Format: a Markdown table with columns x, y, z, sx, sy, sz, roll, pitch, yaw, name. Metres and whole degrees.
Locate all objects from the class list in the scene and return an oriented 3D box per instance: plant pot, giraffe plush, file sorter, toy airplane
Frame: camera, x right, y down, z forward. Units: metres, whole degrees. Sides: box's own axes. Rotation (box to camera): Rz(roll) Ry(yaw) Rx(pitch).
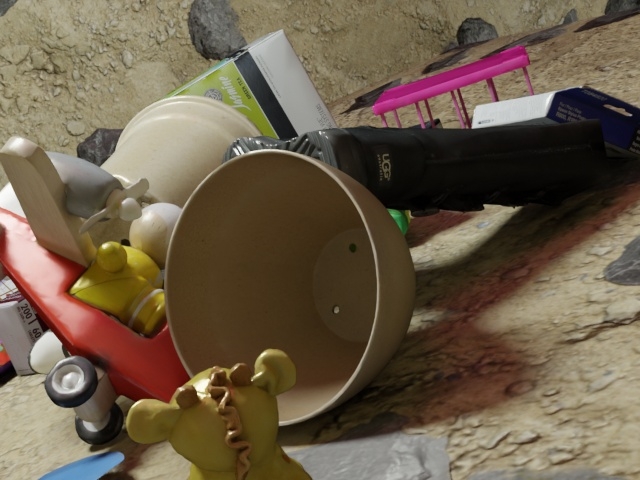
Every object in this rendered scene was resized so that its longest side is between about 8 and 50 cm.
| x | y | z | sx | sy | sz | roll | pitch | yaw | name |
| --- | --- | --- | --- | --- | --- | --- | --- | --- | --- |
| -0.006 | 0.050 | 1.071 | 0.284 | 0.284 | 0.191 | -12 | -8 | 34 | plant pot |
| -0.076 | 0.180 | 0.792 | 0.181 | 0.171 | 0.210 | -31 | 17 | -37 | giraffe plush |
| -0.261 | -0.045 | 1.613 | 0.333 | 0.334 | 0.305 | -16 | 16 | 22 | plant pot |
| 0.273 | -0.230 | 1.837 | 0.290 | 0.182 | 0.202 | -17 | 13 | 14 | file sorter |
| -0.290 | 0.034 | 1.237 | 0.272 | 0.384 | 0.386 | -36 | 16 | -17 | toy airplane |

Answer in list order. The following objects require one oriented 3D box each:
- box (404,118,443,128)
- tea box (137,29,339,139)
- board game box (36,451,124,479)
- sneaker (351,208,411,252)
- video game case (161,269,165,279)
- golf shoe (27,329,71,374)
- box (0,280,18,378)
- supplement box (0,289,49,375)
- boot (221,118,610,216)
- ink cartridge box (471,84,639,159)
| x | y | z | sx | sy | sz | roll | pitch | yaw | name |
| --- | --- | --- | --- | --- | --- | --- | --- | --- | --- |
| 0.152 | -0.189 | 2.124 | 0.183 | 0.059 | 0.232 | -13 | 16 | 34 | box |
| -0.141 | -0.189 | 1.904 | 0.323 | 0.329 | 0.220 | -31 | 14 | -5 | tea box |
| -0.282 | 0.280 | 1.022 | 0.133 | 0.033 | 0.168 | -18 | 8 | 36 | board game box |
| 0.000 | 0.000 | 1.511 | 0.295 | 0.110 | 0.123 | -21 | 10 | -1 | sneaker |
| -0.164 | 0.068 | 1.421 | 0.119 | 0.166 | 0.015 | -7 | 55 | 46 | video game case |
| -0.368 | 0.160 | 1.518 | 0.198 | 0.077 | 0.094 | -24 | 14 | -6 | golf shoe |
| -0.573 | 0.125 | 1.708 | 0.057 | 0.201 | 0.293 | -53 | -7 | 35 | box |
| -0.447 | 0.119 | 1.681 | 0.073 | 0.130 | 0.239 | -12 | 17 | 33 | supplement box |
| 0.127 | -0.097 | 1.375 | 0.445 | 0.146 | 0.367 | -9 | 7 | -30 | boot |
| 0.386 | -0.170 | 1.474 | 0.223 | 0.045 | 0.224 | 14 | -9 | -31 | ink cartridge box |
